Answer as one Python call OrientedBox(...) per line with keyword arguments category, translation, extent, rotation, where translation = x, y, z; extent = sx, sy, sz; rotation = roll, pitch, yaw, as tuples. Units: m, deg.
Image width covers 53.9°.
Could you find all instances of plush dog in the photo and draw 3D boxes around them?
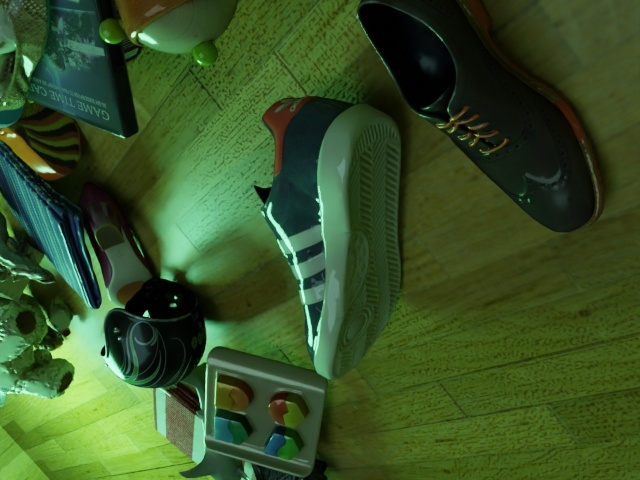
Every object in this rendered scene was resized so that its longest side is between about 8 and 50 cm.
OrientedBox(category="plush dog", translation=(-0.679, 0.215, 1.397), extent=(0.210, 0.225, 0.262), rotation=(-15, 126, 1))

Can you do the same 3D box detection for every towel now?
OrientedBox(category="towel", translation=(-0.218, 0.432, 1.310), extent=(0.329, 0.037, 0.237), rotation=(33, 139, 16))
OrientedBox(category="towel", translation=(-0.485, -0.052, 1.086), extent=(0.336, 0.040, 0.243), rotation=(40, 146, 28))

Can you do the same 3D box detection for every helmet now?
OrientedBox(category="helmet", translation=(-0.272, 0.162, 1.032), extent=(0.169, 0.169, 0.161), rotation=(23, 118, 25))

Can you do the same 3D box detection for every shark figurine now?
OrientedBox(category="shark figurine", translation=(-0.203, 0.354, 1.101), extent=(0.166, 0.116, 0.278), rotation=(31, 139, 62))

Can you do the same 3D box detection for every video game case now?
OrientedBox(category="video game case", translation=(-0.281, -0.254, 0.636), extent=(0.196, 0.026, 0.274), rotation=(23, 134, 27))

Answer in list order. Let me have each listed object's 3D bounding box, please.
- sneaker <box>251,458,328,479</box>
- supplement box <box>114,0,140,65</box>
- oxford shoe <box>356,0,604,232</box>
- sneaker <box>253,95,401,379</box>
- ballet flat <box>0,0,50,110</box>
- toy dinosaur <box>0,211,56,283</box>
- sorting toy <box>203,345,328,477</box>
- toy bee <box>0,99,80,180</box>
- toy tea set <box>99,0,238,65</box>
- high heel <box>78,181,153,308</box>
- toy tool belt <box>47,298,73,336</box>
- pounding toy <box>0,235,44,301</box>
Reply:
OrientedBox(category="sneaker", translation=(-0.059, 0.372, 1.092), extent=(0.130, 0.087, 0.227), rotation=(-14, 97, 22))
OrientedBox(category="supplement box", translation=(-0.245, -0.268, 0.692), extent=(0.081, 0.104, 0.188), rotation=(48, 140, 0))
OrientedBox(category="oxford shoe", translation=(0.127, -0.101, 0.517), extent=(0.271, 0.098, 0.097), rotation=(49, 140, -4))
OrientedBox(category="sneaker", translation=(0.000, 0.000, 0.704), extent=(0.148, 0.131, 0.350), rotation=(26, 131, 32))
OrientedBox(category="ballet flat", translation=(-0.333, -0.197, 0.654), extent=(0.073, 0.067, 0.206), rotation=(48, 139, 3))
OrientedBox(category="toy dinosaur", translation=(-0.625, -0.032, 1.168), extent=(0.296, 0.127, 0.200), rotation=(61, -179, 21))
OrientedBox(category="sorting toy", translation=(-0.094, 0.279, 0.996), extent=(0.193, 0.038, 0.208), rotation=(13, 118, 8))
OrientedBox(category="toy bee", translation=(-0.455, -0.229, 0.897), extent=(0.195, 0.162, 0.298), rotation=(7, 152, 27))
OrientedBox(category="toy tea set", translation=(-0.017, -0.235, 0.458), extent=(0.336, 0.200, 0.124), rotation=(-18, 101, 41))
OrientedBox(category="high heel", translation=(-0.348, 0.016, 1.063), extent=(0.117, 0.082, 0.244), rotation=(58, 166, 36))
OrientedBox(category="toy tool belt", translation=(-0.576, 0.170, 1.394), extent=(0.051, 0.052, 0.083), rotation=(50, 151, 36))
OrientedBox(category="pounding toy", translation=(-0.658, 0.032, 1.289), extent=(0.130, 0.141, 0.100), rotation=(7, 155, 37))
